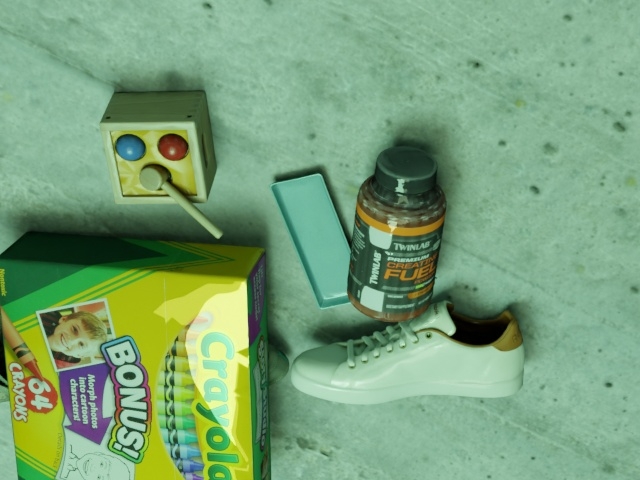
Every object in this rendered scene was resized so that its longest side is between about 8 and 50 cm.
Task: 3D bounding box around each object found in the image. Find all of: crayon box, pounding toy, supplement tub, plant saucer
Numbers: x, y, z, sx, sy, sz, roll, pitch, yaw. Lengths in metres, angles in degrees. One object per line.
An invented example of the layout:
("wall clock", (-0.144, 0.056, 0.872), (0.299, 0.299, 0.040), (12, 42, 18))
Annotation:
("crayon box", (-0.224, 0.182, 1.811), (0.313, 0.106, 0.363), (4, 113, 13))
("pounding toy", (-0.176, -0.086, 1.680), (0.130, 0.100, 0.141), (0, 125, 8))
("supplement tub", (0.089, -0.009, 1.697), (0.106, 0.106, 0.198), (7, 126, 3))
("plant saucer", (0.000, 0.000, 1.769), (0.067, 0.018, 0.192), (-12, 123, 15))

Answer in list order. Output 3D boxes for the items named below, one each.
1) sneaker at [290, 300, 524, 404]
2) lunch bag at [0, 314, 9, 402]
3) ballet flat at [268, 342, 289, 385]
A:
("sneaker", (0.106, 0.126, 1.801), (0.290, 0.106, 0.123), (-3, 118, -2))
("lunch bag", (-0.521, 0.130, 1.841), (0.235, 0.169, 0.287), (-15, 129, 13))
("ballet flat", (-0.132, 0.194, 1.894), (0.213, 0.072, 0.068), (-27, 148, 26))
